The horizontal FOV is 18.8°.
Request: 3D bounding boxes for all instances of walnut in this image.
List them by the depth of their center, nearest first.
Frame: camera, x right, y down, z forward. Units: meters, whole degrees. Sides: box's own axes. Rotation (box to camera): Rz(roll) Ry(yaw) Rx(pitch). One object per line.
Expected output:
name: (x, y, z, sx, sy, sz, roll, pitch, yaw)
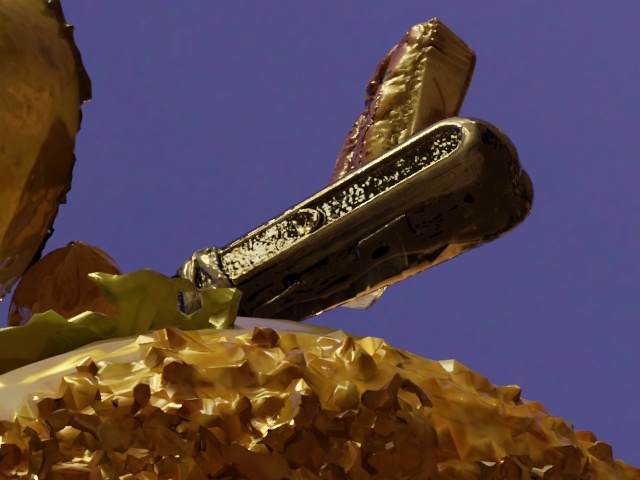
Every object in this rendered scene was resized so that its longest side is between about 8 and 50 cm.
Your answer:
walnut: (-0.178, 0.064, 1.405, 0.091, 0.121, 0.052, -2, -150, -21)

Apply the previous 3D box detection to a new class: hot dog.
hot dog: (0.052, -0.062, 1.602, 0.075, 0.144, 0.268, 26, -119, -13)

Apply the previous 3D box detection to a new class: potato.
potato: (-0.307, -0.070, 1.383, 0.242, 0.285, 0.242, 34, -169, -8)

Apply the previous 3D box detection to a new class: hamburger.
hamburger: (-0.027, 0.150, 0.456, 0.294, 0.179, 0.276, 15, -83, -5)

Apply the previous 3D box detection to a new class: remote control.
remote control: (0.000, 0.000, 1.178, 0.266, 0.090, 0.066, -24, -64, 1)
